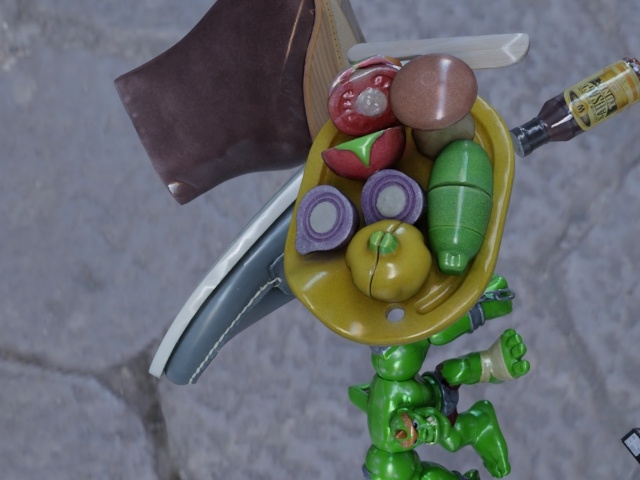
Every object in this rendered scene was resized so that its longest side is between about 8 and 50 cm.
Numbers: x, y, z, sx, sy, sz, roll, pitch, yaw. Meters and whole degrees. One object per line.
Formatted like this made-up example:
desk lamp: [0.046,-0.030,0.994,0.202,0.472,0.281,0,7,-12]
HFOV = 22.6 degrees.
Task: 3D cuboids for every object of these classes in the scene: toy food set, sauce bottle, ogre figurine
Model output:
toy food set: [0.045,-0.050,0.929,0.128,0.071,0.218,5,63,17]
sauce bottle: [0.219,-0.110,1.362,0.128,0.042,0.042,-32,64,-9]
ogre figurine: [0.090,0.129,1.246,0.118,0.197,0.097,-5,39,-21]

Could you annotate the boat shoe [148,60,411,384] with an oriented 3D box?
boat shoe: [0.000,0.000,1.188,0.099,0.116,0.319,41,94,-2]

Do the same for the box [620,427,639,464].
box: [0.312,0.205,1.439,0.018,0.067,0.083,-45,65,18]

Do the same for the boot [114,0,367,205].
boot: [-0.075,-0.162,1.276,0.207,0.248,0.090,-20,19,13]
